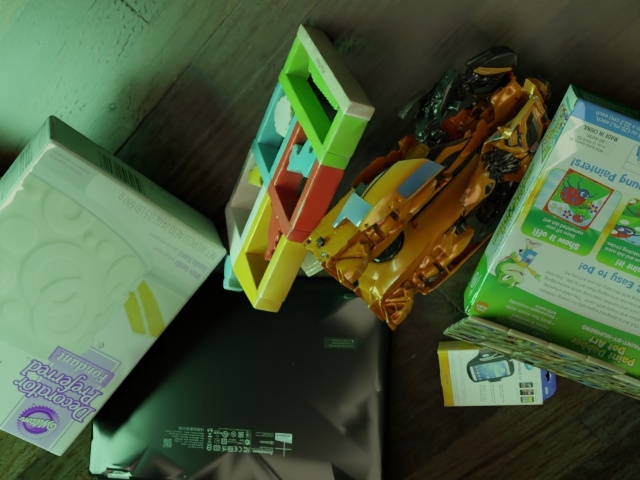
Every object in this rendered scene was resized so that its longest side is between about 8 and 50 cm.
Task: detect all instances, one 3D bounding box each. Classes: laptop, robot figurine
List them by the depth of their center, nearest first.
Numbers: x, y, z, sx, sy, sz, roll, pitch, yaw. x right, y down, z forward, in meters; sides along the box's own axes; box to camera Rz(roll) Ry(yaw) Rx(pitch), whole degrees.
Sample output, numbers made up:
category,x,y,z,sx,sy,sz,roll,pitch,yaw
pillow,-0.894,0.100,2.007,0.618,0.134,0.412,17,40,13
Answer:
category,x,y,z,sx,sy,sz,roll,pitch,yaw
robot figurine,0.131,-0.052,0.900,0.291,0.085,0.211,-44,139,3
laptop,-0.083,0.254,1.202,0.382,0.236,0.408,1,86,12

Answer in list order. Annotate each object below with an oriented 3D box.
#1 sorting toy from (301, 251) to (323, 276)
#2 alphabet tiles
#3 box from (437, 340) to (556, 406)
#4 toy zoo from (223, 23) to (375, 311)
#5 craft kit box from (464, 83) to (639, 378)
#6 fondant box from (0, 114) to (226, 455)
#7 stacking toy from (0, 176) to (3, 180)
category,x,y,z,sx,sy,sz,roll,pitch,yaw
sorting toy,0.000,0.000,1.068,0.083,0.012,0.062,-31,99,27
alphabet tiles,0.256,0.130,0.955,0.237,0.198,0.009,19,80,4
box,0.215,0.160,1.085,0.136,0.028,0.081,-4,113,12
toy zoo,-0.041,-0.061,0.956,0.030,0.192,0.293,12,120,-25
craft kit box,0.303,0.007,0.870,0.250,0.061,0.247,21,114,-3
fondant box,-0.303,0.060,1.027,0.238,0.096,0.330,35,101,-28
stacking toy,-0.537,-0.081,1.094,0.330,0.141,0.141,28,117,4
